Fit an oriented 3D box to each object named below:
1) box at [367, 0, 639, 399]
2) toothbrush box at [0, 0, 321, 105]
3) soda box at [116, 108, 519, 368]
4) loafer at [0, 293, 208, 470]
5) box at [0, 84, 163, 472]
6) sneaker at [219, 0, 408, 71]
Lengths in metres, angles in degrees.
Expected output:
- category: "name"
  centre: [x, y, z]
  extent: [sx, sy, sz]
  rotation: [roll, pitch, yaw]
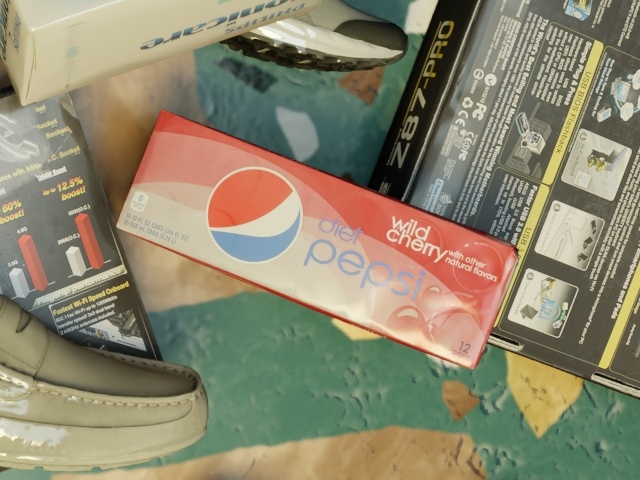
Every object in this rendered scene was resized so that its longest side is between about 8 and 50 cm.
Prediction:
- category: "box"
  centre: [0.226, -0.094, 1.398]
  extent: [0.318, 0.097, 0.395]
  rotation: [20, 90, -18]
- category: "toothbrush box"
  centre: [-0.141, -0.265, 1.175]
  extent: [0.216, 0.126, 0.296]
  rotation: [-20, 78, -16]
- category: "soda box"
  centre: [0.000, 0.000, 1.270]
  extent: [0.263, 0.083, 0.092]
  rotation: [21, 90, 5]
- category: "loafer"
  centre: [-0.221, 0.076, 1.171]
  extent: [0.319, 0.112, 0.111]
  rotation: [7, 103, -21]
- category: "box"
  centre: [-0.281, 0.051, 1.248]
  extent: [0.307, 0.076, 0.242]
  rotation: [-22, 103, -16]
- category: "sneaker"
  centre: [-0.055, -0.189, 1.288]
  extent: [0.271, 0.100, 0.108]
  rotation: [21, 84, -20]
